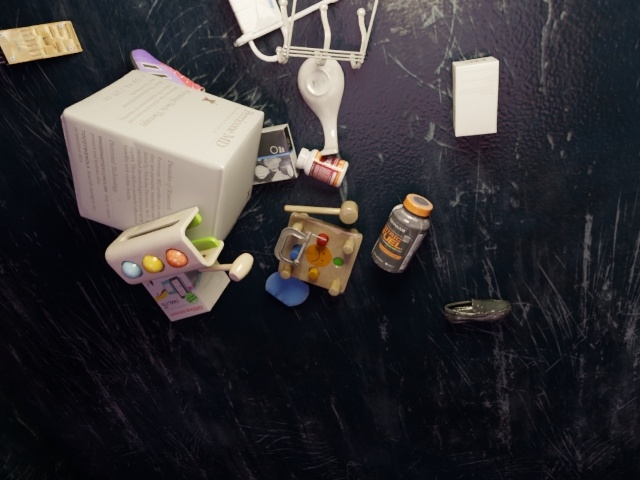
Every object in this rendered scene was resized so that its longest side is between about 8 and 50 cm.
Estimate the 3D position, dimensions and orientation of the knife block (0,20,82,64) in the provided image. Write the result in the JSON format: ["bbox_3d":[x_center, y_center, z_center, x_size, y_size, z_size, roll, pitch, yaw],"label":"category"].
[{"bbox_3d":[-0.918,-0.609,1.284,0.275,0.242,0.088,-25,123,-25],"label":"knife block"}]

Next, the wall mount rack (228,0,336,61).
[{"bbox_3d":[-0.128,-0.660,1.045,0.304,0.130,0.350,-30,115,-9],"label":"wall mount rack"}]

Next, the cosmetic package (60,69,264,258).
[{"bbox_3d":[-0.410,-0.214,1.148,0.393,0.330,0.328,19,131,-1],"label":"cosmetic package"}]

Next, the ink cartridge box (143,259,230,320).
[{"bbox_3d":[-0.517,0.125,1.548,0.198,0.197,0.270,-18,115,22],"label":"ink cartridge box"}]

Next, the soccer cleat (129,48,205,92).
[{"bbox_3d":[-0.421,-0.458,1.238,0.116,0.109,0.318,-34,112,25],"label":"soccer cleat"}]

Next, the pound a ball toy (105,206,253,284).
[{"bbox_3d":[-0.363,0.053,1.051,0.319,0.136,0.208,-12,125,26],"label":"pound a ball toy"}]

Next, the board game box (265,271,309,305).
[{"bbox_3d":[-0.125,0.176,1.589,0.168,0.033,0.133,38,116,-17],"label":"board game box"}]

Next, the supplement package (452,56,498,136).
[{"bbox_3d":[0.408,-0.381,1.093,0.105,0.105,0.179,-3,119,13],"label":"supplement package"}]

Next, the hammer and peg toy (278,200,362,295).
[{"bbox_3d":[0.000,0.000,1.400,0.265,0.127,0.362,17,122,4],"label":"hammer and peg toy"}]

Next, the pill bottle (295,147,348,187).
[{"bbox_3d":[0.004,-0.231,1.284,0.151,0.086,0.086,21,122,-1],"label":"pill bottle"}]

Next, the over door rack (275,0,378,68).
[{"bbox_3d":[0.033,-0.581,0.983,0.239,0.108,0.324,-7,146,-23],"label":"over door rack"}]

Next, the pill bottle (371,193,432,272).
[{"bbox_3d":[0.267,-0.025,1.322,0.130,0.130,0.246,21,122,0],"label":"pill bottle"}]

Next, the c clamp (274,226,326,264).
[{"bbox_3d":[-0.077,0.023,1.344,0.137,0.022,0.161,30,122,-4],"label":"c clamp"}]

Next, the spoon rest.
[{"bbox_3d":[0.010,-0.394,1.204,0.137,0.084,0.277,-4,106,14],"label":"spoon rest"}]

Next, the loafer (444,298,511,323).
[{"bbox_3d":[0.551,0.242,1.447,0.223,0.076,0.078,-13,124,24],"label":"loafer"}]

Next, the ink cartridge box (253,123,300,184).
[{"bbox_3d":[-0.244,-0.264,1.337,0.332,0.065,0.166,-7,119,17],"label":"ink cartridge box"}]
